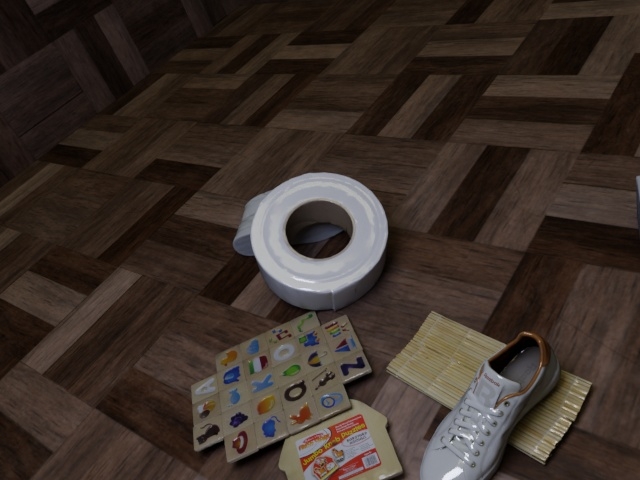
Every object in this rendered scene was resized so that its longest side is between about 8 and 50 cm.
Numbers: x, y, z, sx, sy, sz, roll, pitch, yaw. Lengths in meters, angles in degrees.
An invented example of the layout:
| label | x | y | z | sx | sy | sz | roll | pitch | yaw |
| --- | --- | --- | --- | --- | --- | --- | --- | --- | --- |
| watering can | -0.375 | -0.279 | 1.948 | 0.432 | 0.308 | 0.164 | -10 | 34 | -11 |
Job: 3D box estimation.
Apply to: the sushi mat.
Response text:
| label | x | y | z | sx | sy | sz | roll | pitch | yaw |
| --- | --- | --- | --- | --- | --- | --- | --- | --- | --- |
| sushi mat | 0.269 | 0.229 | 0.987 | 0.151 | 0.019 | 0.316 | -44 | 42 | -23 |

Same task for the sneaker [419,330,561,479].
| label | x | y | z | sx | sy | sz | roll | pitch | yaw |
| --- | --- | --- | --- | --- | --- | --- | --- | --- | --- |
| sneaker | 0.235 | 0.249 | 0.874 | 0.290 | 0.123 | 0.106 | -49 | 46 | -11 |

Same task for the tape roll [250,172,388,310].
| label | x | y | z | sx | sy | sz | roll | pitch | yaw |
| --- | --- | --- | --- | --- | --- | --- | --- | --- | --- |
| tape roll | 0.000 | 0.000 | 1.245 | 0.286 | 0.100 | 0.286 | -1 | 61 | 2 |

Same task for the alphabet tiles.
| label | x | y | z | sx | sy | sz | roll | pitch | yaw |
| --- | --- | --- | --- | --- | --- | --- | --- | --- | --- |
| alphabet tiles | -0.083 | 0.260 | 1.114 | 0.342 | 0.011 | 0.285 | -24 | 31 | -1 |

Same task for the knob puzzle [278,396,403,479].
| label | x | y | z | sx | sy | sz | roll | pitch | yaw |
| --- | --- | --- | --- | --- | --- | --- | --- | --- | --- |
| knob puzzle | 0.024 | 0.338 | 0.975 | 0.213 | 0.030 | 0.213 | -14 | 36 | 10 |

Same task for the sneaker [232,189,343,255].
| label | x | y | z | sx | sy | sz | roll | pitch | yaw |
| --- | --- | --- | --- | --- | --- | --- | --- | --- | --- |
| sneaker | -0.070 | -0.073 | 1.450 | 0.292 | 0.108 | 0.169 | -12 | 42 | 16 |

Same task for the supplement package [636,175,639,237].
| label | x | y | z | sx | sy | sz | roll | pitch | yaw |
| --- | --- | --- | --- | --- | --- | --- | --- | --- | --- |
| supplement package | 0.618 | -0.025 | 1.037 | 0.105 | 0.105 | 0.179 | -3 | 43 | 25 |
